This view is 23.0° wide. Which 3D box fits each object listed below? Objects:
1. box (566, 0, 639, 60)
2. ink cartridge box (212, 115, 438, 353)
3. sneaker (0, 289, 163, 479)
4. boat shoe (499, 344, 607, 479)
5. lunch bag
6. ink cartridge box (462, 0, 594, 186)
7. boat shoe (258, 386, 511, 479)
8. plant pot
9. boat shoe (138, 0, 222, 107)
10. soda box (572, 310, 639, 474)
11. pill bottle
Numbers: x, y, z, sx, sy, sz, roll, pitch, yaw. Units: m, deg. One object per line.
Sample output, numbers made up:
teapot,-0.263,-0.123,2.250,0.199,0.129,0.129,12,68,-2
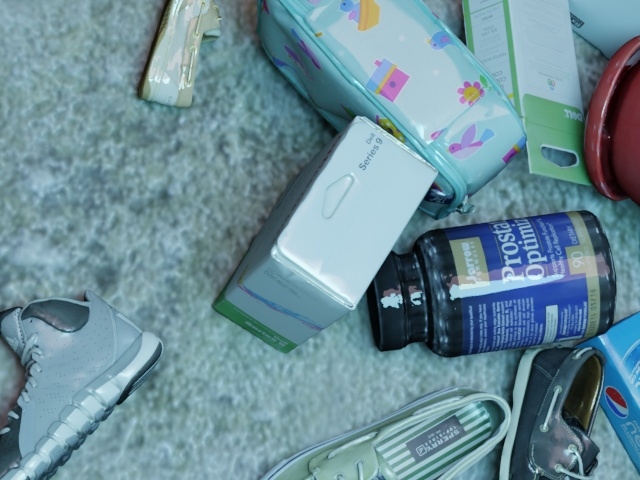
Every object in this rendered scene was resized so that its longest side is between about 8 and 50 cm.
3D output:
box,0.366,-0.252,1.595,0.181,0.182,0.119,36,67,-4
ink cartridge box,0.000,0.000,1.399,0.093,0.212,0.154,34,68,-5
sneaker,-0.255,0.130,1.366,0.132,0.086,0.229,42,58,4
boat shoe,0.215,0.200,1.446,0.084,0.079,0.233,51,44,-45
lunch bag,0.061,-0.141,1.457,0.108,0.224,0.279,-42,87,-10
ink cartridge box,0.205,-0.152,1.561,0.109,0.062,0.209,9,70,-46
boat shoe,0.040,0.214,1.412,0.302,0.094,0.109,-32,85,-22
plant pot,0.357,-0.102,1.507,0.174,0.191,0.191,17,64,33
boat shoe,-0.124,-0.205,1.508,0.059,0.063,0.170,20,79,-13
soda box,0.331,0.176,1.520,0.067,0.071,0.210,-27,83,-21
pill bottle,0.156,0.044,1.471,0.219,0.123,0.123,-8,76,-5
